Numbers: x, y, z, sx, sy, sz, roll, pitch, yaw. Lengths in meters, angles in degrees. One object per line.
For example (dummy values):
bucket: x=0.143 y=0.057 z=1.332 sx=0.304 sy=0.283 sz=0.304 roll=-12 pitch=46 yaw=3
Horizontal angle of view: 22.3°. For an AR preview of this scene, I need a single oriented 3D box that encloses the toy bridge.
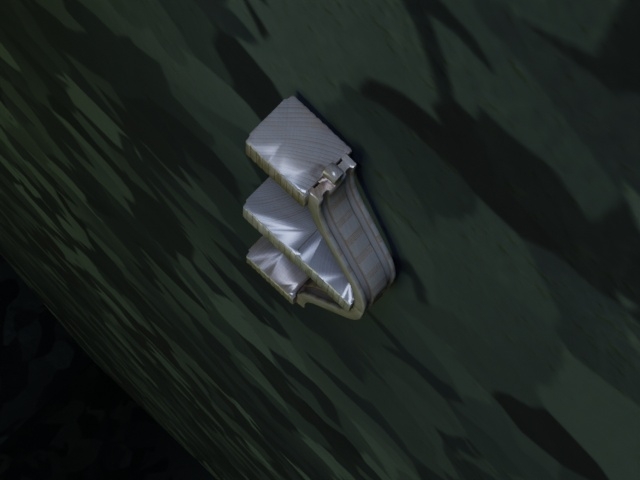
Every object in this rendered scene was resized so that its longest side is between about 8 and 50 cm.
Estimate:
toy bridge: x=0.000 y=0.000 z=0.630 sx=0.063 sy=0.026 sz=0.188 roll=43 pitch=168 yaw=7
